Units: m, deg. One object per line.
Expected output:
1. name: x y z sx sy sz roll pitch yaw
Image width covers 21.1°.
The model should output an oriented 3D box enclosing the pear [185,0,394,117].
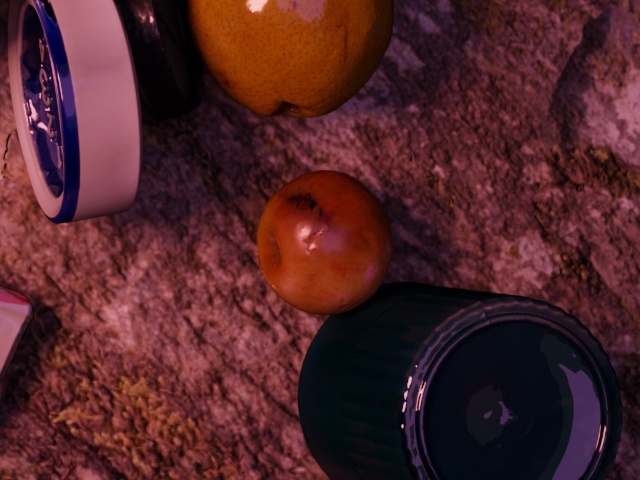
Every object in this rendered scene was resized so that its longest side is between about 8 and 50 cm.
1. pear: -0.029 -0.219 1.685 0.209 0.209 0.208 0 89 -17

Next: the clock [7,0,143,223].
1. clock: -0.231 -0.134 1.604 0.083 0.230 0.230 -12 93 -21

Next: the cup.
1. cup: 0.128 0.192 1.680 0.242 0.292 0.307 14 84 -17

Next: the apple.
1. apple: 0.000 0.000 1.719 0.146 0.146 0.146 0 89 -17

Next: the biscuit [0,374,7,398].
1. biscuit: -0.406 0.117 1.642 0.181 0.049 0.208 -26 99 -17

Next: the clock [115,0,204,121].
1. clock: -0.156 -0.208 1.654 0.040 0.184 0.184 -11 93 9

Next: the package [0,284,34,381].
1. package: -0.384 0.129 1.606 0.166 0.040 0.232 27 75 -22
